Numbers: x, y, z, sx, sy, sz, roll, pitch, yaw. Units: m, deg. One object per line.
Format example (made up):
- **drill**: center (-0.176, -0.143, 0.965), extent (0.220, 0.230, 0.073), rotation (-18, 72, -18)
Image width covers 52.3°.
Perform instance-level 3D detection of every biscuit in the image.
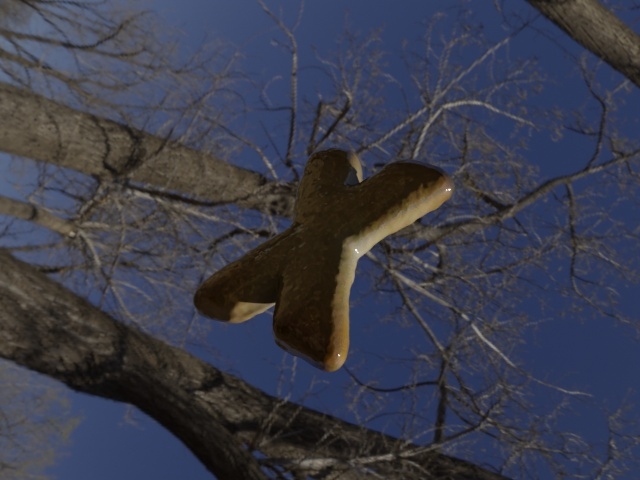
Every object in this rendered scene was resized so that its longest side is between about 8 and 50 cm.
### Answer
- **biscuit**: center (0.001, 0.000, 0.559), extent (0.164, 0.047, 0.208), rotation (14, -124, 40)
